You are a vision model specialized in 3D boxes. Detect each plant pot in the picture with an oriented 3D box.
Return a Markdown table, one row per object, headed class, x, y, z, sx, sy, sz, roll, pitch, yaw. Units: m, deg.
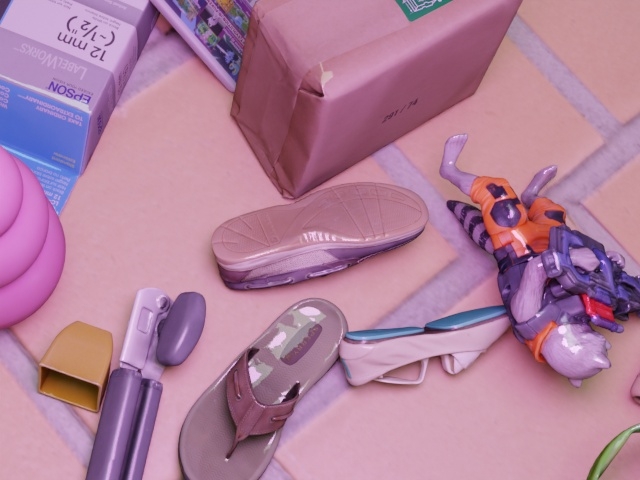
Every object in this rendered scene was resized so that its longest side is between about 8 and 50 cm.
| class | x | y | z | sx | sy | sz | roll | pitch | yaw |
| --- | --- | --- | --- | --- | --- | --- | --- | --- | --- |
| plant pot | -0.296 | 0.150 | 1.649 | 0.081 | 0.081 | 0.083 | 20 | 56 | 0 |

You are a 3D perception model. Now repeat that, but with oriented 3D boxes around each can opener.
| class | x | y | z | sx | sy | sz | roll | pitch | yaw |
| --- | --- | --- | --- | --- | --- | --- | --- | --- | --- |
| can opener | -0.219 | 0.186 | 1.635 | 0.074 | 0.093 | 0.280 | 33 | 64 | -42 |

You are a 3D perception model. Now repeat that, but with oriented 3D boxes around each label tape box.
| class | x | y | z | sx | sy | sz | roll | pitch | yaw |
| --- | --- | --- | --- | --- | --- | --- | --- | --- | --- |
| label tape box | -0.390 | -0.238 | 1.764 | 0.249 | 0.115 | 0.347 | 22 | 66 | 0 |

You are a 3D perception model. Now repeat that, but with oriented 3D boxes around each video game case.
| class | x | y | z | sx | sy | sz | roll | pitch | yaw |
| --- | --- | --- | --- | --- | --- | --- | --- | --- | --- |
| video game case | -0.129 | -0.337 | 1.826 | 0.201 | 0.023 | 0.183 | 49 | 65 | -30 |

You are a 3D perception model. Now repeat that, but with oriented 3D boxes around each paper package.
| class | x | y | z | sx | sy | sz | roll | pitch | yaw |
| --- | --- | --- | --- | --- | --- | --- | --- | --- | --- |
| paper package | 0.066 | -0.243 | 1.725 | 0.325 | 0.309 | 0.168 | -31 | 77 | -19 |

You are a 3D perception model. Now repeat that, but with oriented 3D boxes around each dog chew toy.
| class | x | y | z | sx | sy | sz | roll | pitch | yaw |
| --- | --- | --- | --- | --- | --- | --- | --- | --- | --- |
| dog chew toy | -0.406 | -0.020 | 1.559 | 0.207 | 0.332 | 0.206 | 3 | 68 | -7 |

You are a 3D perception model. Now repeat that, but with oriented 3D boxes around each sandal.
| class | x | y | z | sx | sy | sz | roll | pitch | yaw |
| --- | --- | --- | --- | --- | --- | --- | --- | --- | --- |
| sandal | -0.074 | 0.184 | 1.660 | 0.120 | 0.086 | 0.303 | 33 | 68 | 5 |

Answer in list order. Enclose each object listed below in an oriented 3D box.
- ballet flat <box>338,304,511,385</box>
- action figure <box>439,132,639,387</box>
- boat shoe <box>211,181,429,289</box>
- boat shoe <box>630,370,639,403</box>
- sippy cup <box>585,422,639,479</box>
| class | x | y | z | sx | sy | sz | roll | pitch | yaw |
| --- | --- | --- | --- | --- | --- | --- | --- | --- | --- |
| ballet flat | 0.141 | 0.140 | 1.718 | 0.248 | 0.086 | 0.086 | -9 | 71 | -17 |
| action figure | 0.299 | 0.044 | 1.729 | 0.178 | 0.341 | 0.330 | -34 | 53 | 23 |
| boat shoe | 0.000 | 0.000 | 1.740 | 0.285 | 0.092 | 0.103 | -14 | 53 | -11 |
| boat shoe | 0.563 | 0.254 | 1.716 | 0.341 | 0.121 | 0.110 | 32 | 72 | 15 |
| sippy cup | 0.473 | 0.371 | 1.607 | 0.305 | 0.240 | 0.224 | 25 | 75 | 43 |
